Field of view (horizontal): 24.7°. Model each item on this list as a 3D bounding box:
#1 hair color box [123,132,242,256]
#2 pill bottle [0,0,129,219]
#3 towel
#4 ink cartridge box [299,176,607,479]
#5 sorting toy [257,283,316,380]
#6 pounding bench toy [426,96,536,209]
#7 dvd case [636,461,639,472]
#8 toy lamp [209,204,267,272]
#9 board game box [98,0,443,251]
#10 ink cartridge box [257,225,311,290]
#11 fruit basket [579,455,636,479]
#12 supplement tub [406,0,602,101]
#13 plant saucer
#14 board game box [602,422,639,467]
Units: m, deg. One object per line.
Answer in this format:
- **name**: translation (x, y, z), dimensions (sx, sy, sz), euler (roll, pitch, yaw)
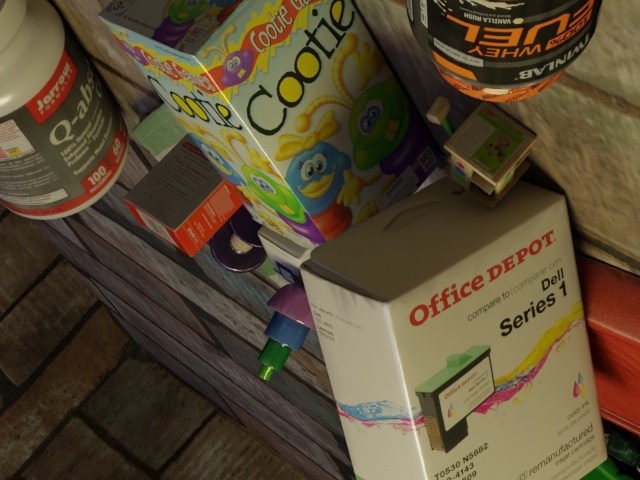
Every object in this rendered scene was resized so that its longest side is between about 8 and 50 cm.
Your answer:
- **hair color box**: translation (-0.123, -0.072, 1.602), dimensions (0.093, 0.167, 0.053), euler (31, 161, 37)
- **pill bottle**: translation (-0.403, -0.200, 1.889), dimensions (0.210, 0.210, 0.363), euler (34, 164, 29)
- **towel**: translation (-0.103, -0.053, 1.893), dimensions (0.325, 0.038, 0.248), euler (46, 164, -10)
- **ink cartridge box**: translation (0.120, 0.105, 1.239), dimensions (0.117, 0.201, 0.278), euler (23, 135, 50)
- **sorting toy**: translation (0.087, 0.175, 1.515), dimensions (0.366, 0.126, 0.127), euler (27, 178, 15)
- **pounding bench toy**: translation (0.122, -0.075, 1.168), dimensions (0.083, 0.052, 0.065), euler (38, 166, 14)
- **dvd case**: translation (0.454, 0.328, 1.540), dimensions (0.238, 0.029, 0.179), euler (50, 165, -28)
- **toy lamp**: translation (-0.089, -0.009, 1.743), dimensions (0.080, 0.080, 0.274), euler (42, 167, 0)
- **board game box**: translation (-0.036, -0.128, 1.247), dimensions (0.144, 0.142, 0.275), euler (28, 160, 45)
- **ink cartridge box**: translation (0.000, 0.000, 1.610), dimensions (0.063, 0.109, 0.150), euler (32, 163, 24)
- **fruit basket**: translation (0.268, 0.412, 1.704), dimensions (0.392, 0.283, 0.392), euler (44, 157, 24)
- **supplement tub**: translation (0.104, -0.161, 0.822), dimensions (0.117, 0.117, 0.190), euler (37, 166, 19)
- **plant saucer**: translation (0.282, 0.113, 1.322), dimensions (0.258, 0.047, 0.259), euler (25, 159, 49)
- **board game box**: translation (0.259, 0.181, 1.528), dimensions (0.126, 0.026, 0.186), euler (33, 180, 33)
